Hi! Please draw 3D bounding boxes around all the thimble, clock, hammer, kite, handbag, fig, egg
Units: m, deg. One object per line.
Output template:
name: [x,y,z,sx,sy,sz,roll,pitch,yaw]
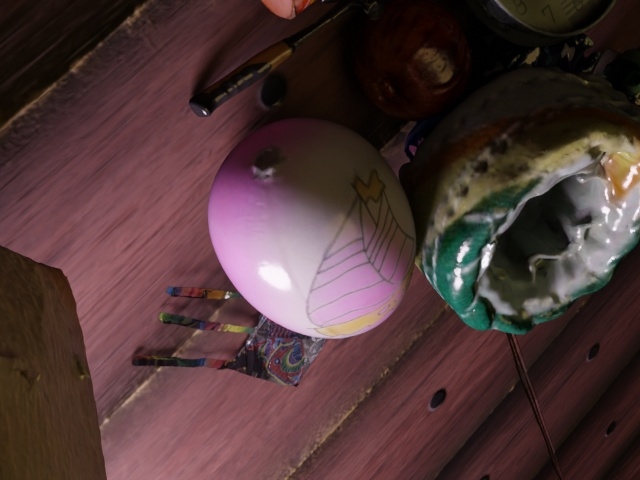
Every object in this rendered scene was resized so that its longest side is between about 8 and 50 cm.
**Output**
thimble: [0.224,-0.046,0.941,0.288,0.167,0.254,-47,136,17]
clock: [0.234,-0.321,0.930,0.226,0.049,0.226,0,91,-28]
hammer: [-0.038,-0.180,0.824,0.201,0.078,0.021,-36,135,-8]
kite: [-0.081,0.104,0.991,0.285,0.015,0.152,9,108,-48]
handbag: [0.214,-0.153,1.050,0.162,0.113,0.260,32,93,-41]
fig: [0.104,-0.186,0.913,0.150,0.128,0.128,-11,122,-47]
egg: [0.000,0.000,0.867,0.196,0.196,0.271,-43,133,-17]

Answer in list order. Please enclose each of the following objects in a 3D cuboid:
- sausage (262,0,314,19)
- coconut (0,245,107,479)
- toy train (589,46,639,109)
sausage: [0.048,-0.311,0.811,0.274,0.074,0.074,-42,138,-17]
coconut: [-0.305,0.135,0.543,0.346,0.360,0.346,-14,158,-6]
toy train: [0.365,-0.120,1.156,0.304,0.150,0.221,-64,165,10]
